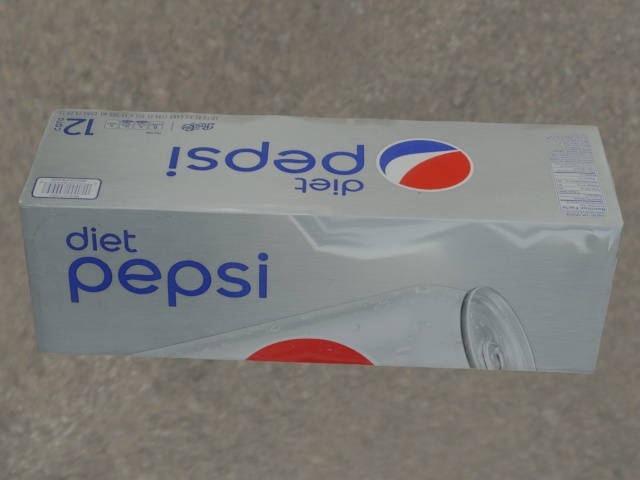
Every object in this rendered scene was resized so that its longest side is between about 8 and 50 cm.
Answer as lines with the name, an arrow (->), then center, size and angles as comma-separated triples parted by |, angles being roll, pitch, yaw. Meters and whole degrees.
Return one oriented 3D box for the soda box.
soda box -> 0.000, 0.000, 0.657 | 0.286, 0.098, 0.091 | 2, 36, 0
